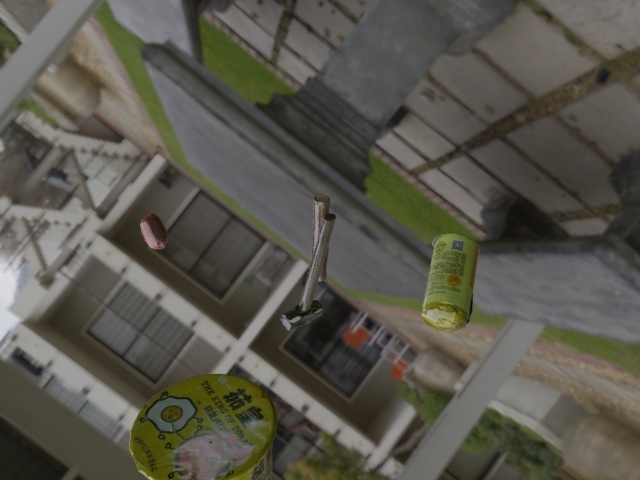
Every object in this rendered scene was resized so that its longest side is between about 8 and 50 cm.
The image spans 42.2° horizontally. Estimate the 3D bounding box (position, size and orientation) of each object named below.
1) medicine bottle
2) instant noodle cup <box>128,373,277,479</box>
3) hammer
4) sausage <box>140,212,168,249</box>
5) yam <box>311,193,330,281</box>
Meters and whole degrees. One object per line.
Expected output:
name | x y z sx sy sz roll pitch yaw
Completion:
medicine bottle | 0.320 0.108 2.041 0.124 0.239 0.124 10 152 6
instant noodle cup | -0.244 0.498 1.859 0.325 0.325 0.254 33 140 40
hammer | -0.016 0.075 2.010 0.043 0.111 0.365 46 140 30
sausage | -0.419 -0.022 2.092 0.094 0.059 0.054 68 158 0
yam | 0.000 0.000 2.161 0.046 0.046 0.264 33 135 38
